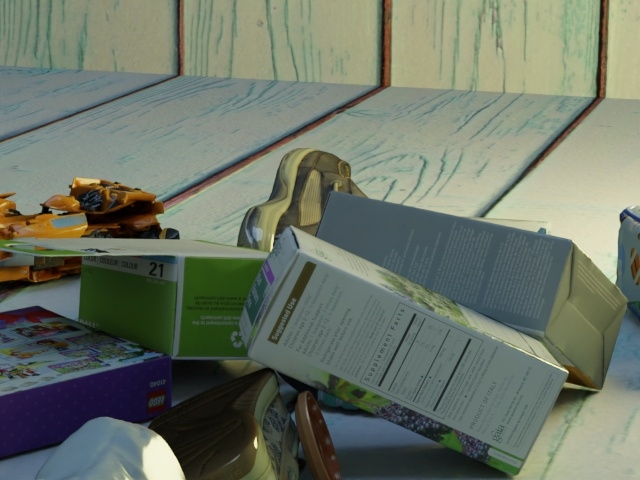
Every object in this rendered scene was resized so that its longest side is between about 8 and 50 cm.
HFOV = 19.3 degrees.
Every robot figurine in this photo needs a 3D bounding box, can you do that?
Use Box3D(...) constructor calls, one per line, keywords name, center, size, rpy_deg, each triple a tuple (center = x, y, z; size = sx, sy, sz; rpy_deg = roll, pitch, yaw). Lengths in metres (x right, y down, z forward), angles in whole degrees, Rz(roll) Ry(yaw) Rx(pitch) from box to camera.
Box3D(name="robot figurine", center=(-0.299, -0.012, 2.070), size=(0.291, 0.085, 0.211), rpy_deg=(-11, 18, -41))

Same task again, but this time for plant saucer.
Box3D(name="plant saucer", center=(-0.002, 0.152, 1.388), size=(0.013, 0.083, 0.083), rpy_deg=(-19, 11, 7))

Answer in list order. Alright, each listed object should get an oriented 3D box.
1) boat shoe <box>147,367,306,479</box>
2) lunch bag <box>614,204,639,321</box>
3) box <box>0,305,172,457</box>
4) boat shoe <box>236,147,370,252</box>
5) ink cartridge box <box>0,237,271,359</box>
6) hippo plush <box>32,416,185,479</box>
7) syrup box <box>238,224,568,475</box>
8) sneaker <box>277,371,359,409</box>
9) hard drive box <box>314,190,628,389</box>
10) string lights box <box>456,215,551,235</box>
Box3D(name="boat shoe", center=(-0.066, 0.164, 1.361), size=(0.105, 0.089, 0.285), rpy_deg=(-25, 9, 6))
Box3D(name="lunch bag", center=(0.432, 0.034, 1.858), size=(0.243, 0.115, 0.303), rpy_deg=(1, 14, -7))
Box3D(name="box", center=(-0.297, 0.123, 1.546), size=(0.293, 0.057, 0.201), rpy_deg=(-11, 19, -41))
Box3D(name="boat shoe", center=(0.000, 0.000, 1.997), size=(0.130, 0.132, 0.355), rpy_deg=(12, 23, 7))
Box3D(name="ink cartridge box", center=(-0.174, 0.050, 1.671), size=(0.255, 0.097, 0.189), rpy_deg=(1, 4, -33))
Box3D(name="hippo plush", center=(-0.173, 0.231, 0.891), size=(0.237, 0.234, 0.294), rpy_deg=(-27, -10, 14))
Box3D(name="syrup box", center=(0.061, 0.084, 1.455), size=(0.237, 0.096, 0.093), rpy_deg=(24, 8, -11))
Box3D(name="sneaker", center=(0.069, 0.113, 1.621), size=(0.224, 0.083, 0.098), rpy_deg=(9, -7, 19))
Box3D(name="hard drive box", center=(0.129, 0.044, 1.645), size=(0.232, 0.089, 0.181), rpy_deg=(13, -13, 29))
Box3D(name="string lights box", center=(0.149, 0.037, 1.899), size=(0.133, 0.076, 0.260), rpy_deg=(4, 13, 15))
